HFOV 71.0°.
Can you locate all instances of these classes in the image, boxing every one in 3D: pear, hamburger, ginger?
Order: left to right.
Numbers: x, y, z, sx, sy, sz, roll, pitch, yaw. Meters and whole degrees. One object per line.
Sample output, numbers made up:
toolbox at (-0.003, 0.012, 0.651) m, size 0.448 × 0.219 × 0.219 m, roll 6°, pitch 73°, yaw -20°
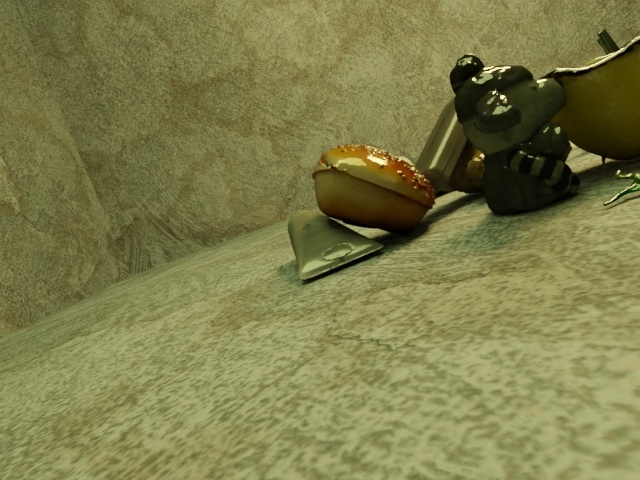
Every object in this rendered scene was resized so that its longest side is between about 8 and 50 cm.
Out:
hamburger at (0.094, -0.094, 0.809) m, size 0.237 × 0.147 × 0.237 m, roll 14°, pitch 3°, yaw -1°
ginger at (0.346, -0.160, 0.895) m, size 0.276 × 0.130 × 0.221 m, roll -19°, pitch 12°, yaw 47°
pear at (0.462, -0.213, 0.705) m, size 0.267 × 0.177 × 0.267 m, roll -27°, pitch 3°, yaw 2°

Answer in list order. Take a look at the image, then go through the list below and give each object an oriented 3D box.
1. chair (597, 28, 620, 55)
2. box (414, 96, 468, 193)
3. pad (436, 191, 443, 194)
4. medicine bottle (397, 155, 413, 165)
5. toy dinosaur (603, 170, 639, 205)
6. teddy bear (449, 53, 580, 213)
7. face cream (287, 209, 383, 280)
chair at (0.674, -0.324, 1.003) m, size 0.190 × 0.274 × 0.203 m, roll -45°, pitch -7°, yaw 34°
box at (0.257, -0.200, 0.915) m, size 0.243 × 0.055 × 0.103 m, roll -60°, pitch 10°, yaw -23°
pad at (0.355, -0.164, 1.391) m, size 0.269 × 0.012 × 0.270 m, roll -25°, pitch 8°, yaw -36°
medicine bottle at (0.202, -0.202, 1.560) m, size 0.255 × 0.151 × 0.152 m, roll -23°, pitch 7°, yaw -31°
toy dinosaur at (0.372, -0.067, 0.505) m, size 0.120 × 0.029 × 0.060 m, roll -22°, pitch 18°, yaw -14°
teddy bear at (0.282, -0.150, 0.633) m, size 0.144 × 0.250 × 0.171 m, roll -19°, pitch 21°, yaw 21°
face cream at (0.000, 0.000, 0.843) m, size 0.143 × 0.089 × 0.314 m, roll -21°, pitch 14°, yaw -8°
